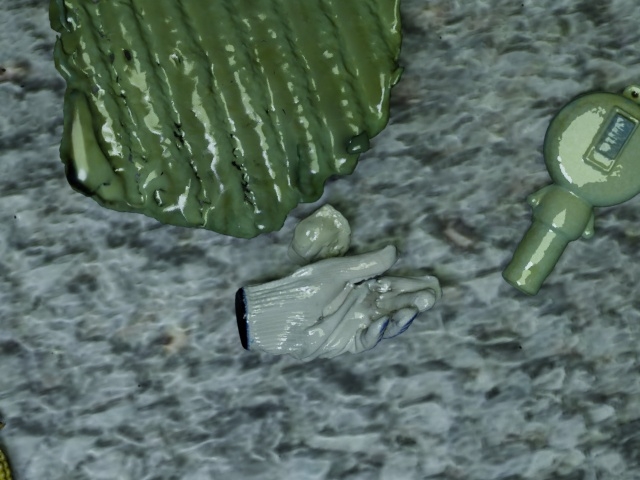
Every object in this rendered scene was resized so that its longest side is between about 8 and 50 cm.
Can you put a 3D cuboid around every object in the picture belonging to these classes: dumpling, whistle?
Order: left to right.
[{"bbox_3d":[-0.001,0.001,1.545,0.057,0.052,0.076,41,90,12],"label":"dumpling"},{"bbox_3d":[0.281,-0.058,1.529,0.126,0.067,0.258,31,95,2],"label":"whistle"}]

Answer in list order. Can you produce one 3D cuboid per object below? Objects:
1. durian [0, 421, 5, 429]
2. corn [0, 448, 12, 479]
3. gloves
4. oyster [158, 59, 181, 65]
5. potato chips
[{"bbox_3d":[-0.416,0.199,1.561,0.130,0.066,0.052,-2,92,-7],"label":"durian"},{"bbox_3d":[-0.372,0.345,1.550,0.093,0.093,0.244,-10,91,2],"label":"corn"},{"bbox_3d":[0.019,0.070,1.527,0.229,0.097,0.119,-6,96,7],"label":"gloves"},{"bbox_3d":[-0.120,-0.188,1.554,0.132,0.029,0.086,-21,91,3],"label":"oyster"},{"bbox_3d":[-0.100,-0.200,1.494,0.373,0.097,0.389,3,82,-6],"label":"potato chips"}]
